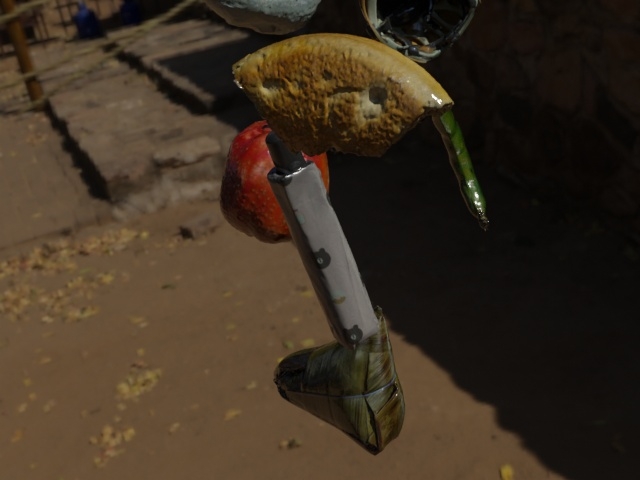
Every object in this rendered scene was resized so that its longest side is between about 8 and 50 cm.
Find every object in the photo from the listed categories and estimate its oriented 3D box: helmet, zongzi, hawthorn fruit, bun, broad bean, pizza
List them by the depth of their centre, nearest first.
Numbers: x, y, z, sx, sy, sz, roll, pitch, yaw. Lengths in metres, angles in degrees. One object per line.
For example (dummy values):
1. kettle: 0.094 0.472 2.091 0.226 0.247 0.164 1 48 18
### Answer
1. pizza: 0.017 -0.159 1.046 0.271 0.134 0.056 3 16 31
2. helmet: 0.152 -0.418 1.629 0.198 0.224 0.130 -49 29 6
3. hawthorn fruit: -0.076 -0.122 1.684 0.205 0.253 0.205 10 27 -5
4. zongzi: 0.029 0.205 1.731 0.286 0.300 0.138 23 40 40
5. broad bean: 0.290 -0.166 1.974 0.049 0.292 0.144 -21 12 9
6. bun: -0.137 -0.589 2.026 0.354 0.354 0.194 -21 -15 -21

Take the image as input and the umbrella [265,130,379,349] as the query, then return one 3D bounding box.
1. umbrella: 0.000 0.000 1.324 0.073 0.337 0.067 -38 28 -31
